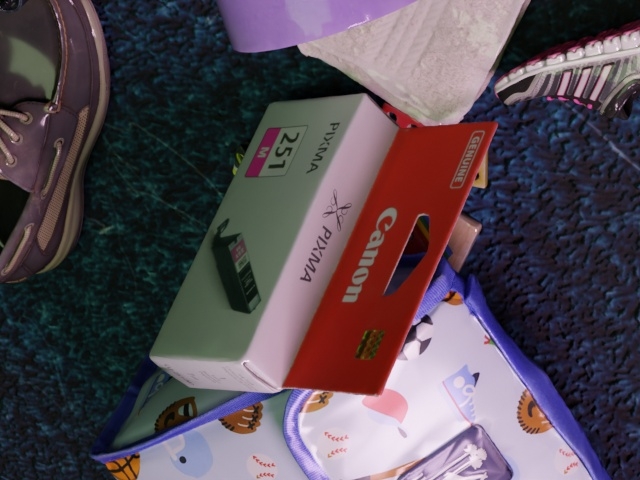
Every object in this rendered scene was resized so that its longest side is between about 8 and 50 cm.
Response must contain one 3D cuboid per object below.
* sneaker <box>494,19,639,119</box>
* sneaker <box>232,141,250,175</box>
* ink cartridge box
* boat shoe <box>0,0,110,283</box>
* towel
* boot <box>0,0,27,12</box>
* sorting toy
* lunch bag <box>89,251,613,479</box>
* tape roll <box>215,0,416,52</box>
[{"bbox_3d":[0.224,-0.129,1.615,0.170,0.063,0.074,-15,101,30],"label":"sneaker"},{"bbox_3d":[-0.047,-0.069,1.824,0.083,0.031,0.035,12,120,24],"label":"sneaker"},{"bbox_3d":[0.000,0.000,1.658,0.239,0.275,0.060,-2,146,47],"label":"ink cartridge box"},{"bbox_3d":[-0.291,-0.101,1.885,0.132,0.130,0.355,19,124,20],"label":"boat shoe"},{"bbox_3d":[0.091,-0.237,1.644,0.187,0.049,0.282,32,127,11],"label":"towel"},{"bbox_3d":[-0.212,-0.329,1.667,0.094,0.207,0.246,26,125,16],"label":"boot"},{"bbox_3d":[0.064,0.002,1.791,0.132,0.046,0.274,32,127,11],"label":"sorting toy"},{"bbox_3d":[0.043,0.200,1.779,0.385,0.239,0.328,-22,116,31],"label":"lunch bag"},{"bbox_3d":[0.005,-0.220,1.553,0.189,0.189,0.080,-9,108,33],"label":"tape roll"}]
